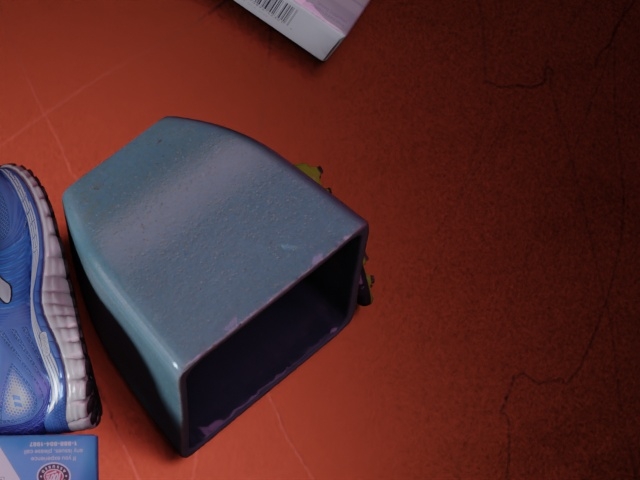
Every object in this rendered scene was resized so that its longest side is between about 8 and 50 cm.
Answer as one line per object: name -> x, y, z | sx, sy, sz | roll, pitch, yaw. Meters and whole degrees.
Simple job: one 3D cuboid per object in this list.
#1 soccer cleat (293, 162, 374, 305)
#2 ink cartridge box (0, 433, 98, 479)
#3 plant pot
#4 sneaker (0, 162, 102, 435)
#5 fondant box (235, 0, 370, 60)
soccer cleat -> 0.000, 0.000, 1.908 | 0.072, 0.060, 0.179 | -26, 79, -9
ink cartridge box -> -0.320, 0.333, 1.665 | 0.198, 0.197, 0.270 | 0, 77, -15
plant pot -> -0.131, 0.024, 1.774 | 0.247, 0.248, 0.252 | -39, 72, -20
sneaker -> -0.320, 0.056, 1.725 | 0.147, 0.130, 0.330 | -13, 50, -8
fondant box -> 0.000, -0.409, 1.978 | 0.238, 0.096, 0.330 | 33, 70, -5
